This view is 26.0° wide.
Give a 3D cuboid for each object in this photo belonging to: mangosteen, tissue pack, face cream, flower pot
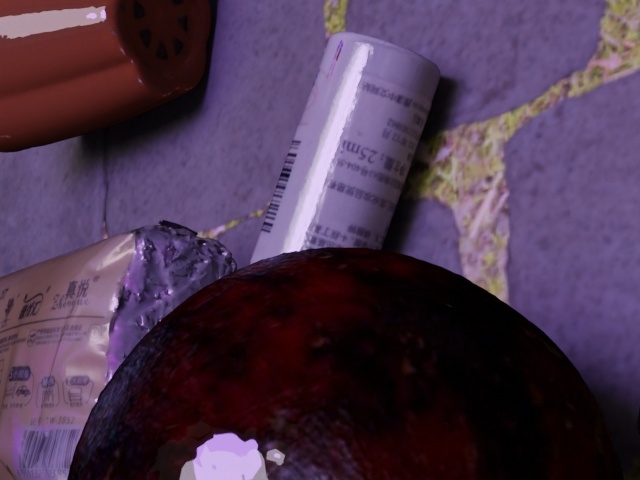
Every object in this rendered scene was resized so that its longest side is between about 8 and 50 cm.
[{"bbox_3d":[0.009,0.147,0.718,0.311,0.311,0.311,-18,63,40],"label":"mangosteen"},{"bbox_3d":[-0.175,0.112,1.007,0.256,0.123,0.215,-14,64,51],"label":"tissue pack"},{"bbox_3d":[0.000,0.000,0.916,0.082,0.082,0.269,18,87,47],"label":"face cream"},{"bbox_3d":[-0.191,-0.166,1.112,0.173,0.190,0.191,-1,74,32],"label":"flower pot"}]

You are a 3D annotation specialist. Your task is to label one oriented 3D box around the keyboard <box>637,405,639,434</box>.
[{"bbox_3d":[0.263,0.065,0.676,0.231,0.023,0.072,-6,64,43],"label":"keyboard"}]
